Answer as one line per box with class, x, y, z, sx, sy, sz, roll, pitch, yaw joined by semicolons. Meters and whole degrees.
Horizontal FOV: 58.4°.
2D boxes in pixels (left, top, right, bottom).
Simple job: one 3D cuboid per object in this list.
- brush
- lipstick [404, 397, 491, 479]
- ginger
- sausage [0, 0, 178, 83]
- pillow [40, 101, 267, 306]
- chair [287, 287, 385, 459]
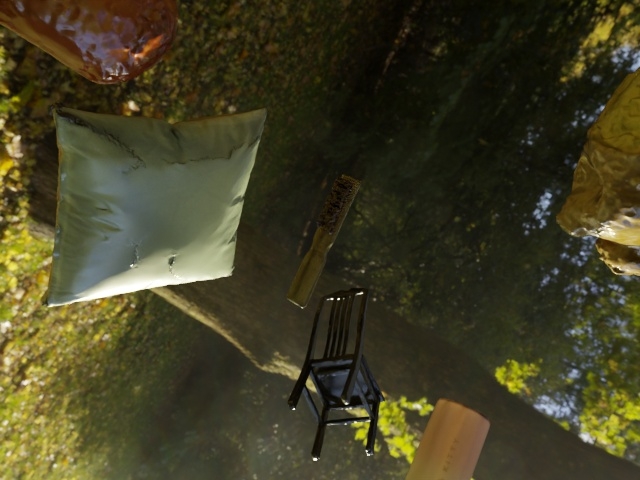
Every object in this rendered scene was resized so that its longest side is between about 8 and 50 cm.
brush;0.000;0.000;1.009;0.036;0.043;0.247;16;101;-59
lipstick;0.148;0.396;0.823;0.326;0.087;0.087;-61;175;-21
ginger;0.363;-0.053;0.544;0.218;0.270;0.123;-61;-158;25
sausage;-0.283;-0.277;0.603;0.141;0.268;0.153;-55;-149;8
pillow;-0.232;-0.048;0.822;0.313;0.119;0.309;-9;126;-38
chair;0.032;0.162;0.740;0.212;0.084;0.101;-69;143;-57
